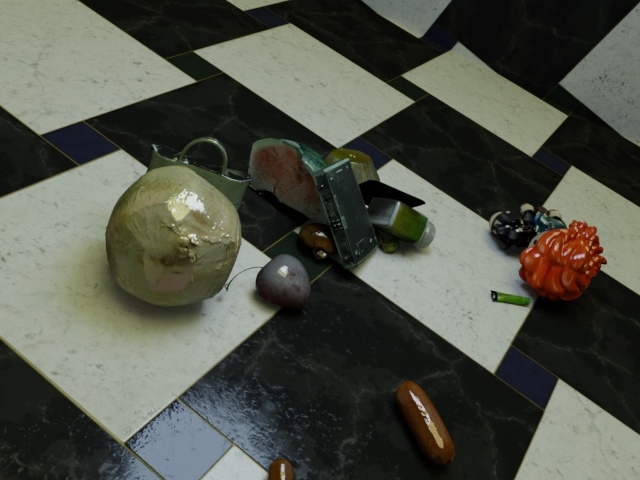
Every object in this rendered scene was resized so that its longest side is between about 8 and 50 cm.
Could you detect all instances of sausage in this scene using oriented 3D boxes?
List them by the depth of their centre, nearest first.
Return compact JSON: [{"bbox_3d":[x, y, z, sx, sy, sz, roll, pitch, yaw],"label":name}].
[{"bbox_3d":[0.227,0.398,1.516,0.076,0.076,0.197,-1,45,-31],"label":"sausage"}]

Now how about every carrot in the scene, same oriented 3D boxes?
[{"bbox_3d":[-0.068,0.494,1.259,0.048,0.048,0.216,11,43,-18],"label":"carrot"}]

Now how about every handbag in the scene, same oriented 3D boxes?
[{"bbox_3d":[-0.297,-0.128,1.651,0.241,0.315,0.109,17,35,-12],"label":"handbag"}]

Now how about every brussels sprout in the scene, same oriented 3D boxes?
[{"bbox_3d":[0.185,0.005,1.999,0.083,0.046,0.051,24,43,15],"label":"brussels sprout"}]

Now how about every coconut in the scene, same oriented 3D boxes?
[{"bbox_3d":[-0.318,0.002,1.511,0.297,0.297,0.254,13,37,-17],"label":"coconut"}]

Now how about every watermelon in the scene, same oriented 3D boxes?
[{"bbox_3d":[-0.055,-0.165,1.942,0.305,0.180,0.224,30,-8,30],"label":"watermelon"}]

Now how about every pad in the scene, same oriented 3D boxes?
[{"bbox_3d":[0.175,-0.122,2.001,0.181,0.267,0.004,21,79,-16],"label":"pad"}]

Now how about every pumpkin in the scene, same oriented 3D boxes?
[{"bbox_3d":[0.105,-0.223,2.181,0.217,0.110,0.217,11,38,-9],"label":"pumpkin"}]

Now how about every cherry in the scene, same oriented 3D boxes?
[{"bbox_3d":[-0.104,0.116,1.652,0.188,0.115,0.148,-42,110,-43],"label":"cherry"}]

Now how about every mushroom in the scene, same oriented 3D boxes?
[{"bbox_3d":[0.000,0.000,1.876,0.127,0.087,0.127,22,14,-6],"label":"mushroom"}]

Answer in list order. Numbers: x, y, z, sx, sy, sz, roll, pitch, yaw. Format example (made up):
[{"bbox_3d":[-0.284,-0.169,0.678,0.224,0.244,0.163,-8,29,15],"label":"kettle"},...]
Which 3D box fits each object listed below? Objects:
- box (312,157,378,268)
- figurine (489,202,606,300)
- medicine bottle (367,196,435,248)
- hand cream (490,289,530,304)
[{"bbox_3d":[0.072,-0.076,1.866,0.211,0.045,0.270,-33,107,-61],"label":"box"},{"bbox_3d":[0.697,0.014,2.152,0.306,0.241,0.411,13,27,-30],"label":"figurine"},{"bbox_3d":[0.237,-0.049,2.003,0.188,0.088,0.132,26,-8,-33],"label":"medicine bottle"},{"bbox_3d":[0.550,0.168,2.022,0.122,0.023,0.036,11,50,-16],"label":"hand cream"}]
